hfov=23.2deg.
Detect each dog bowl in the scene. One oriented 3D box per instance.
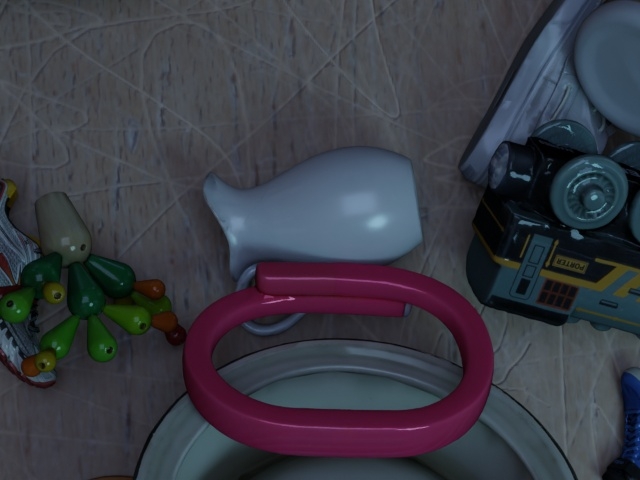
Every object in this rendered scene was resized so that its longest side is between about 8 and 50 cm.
[{"bbox_3d":[0.031,0.284,1.417,0.408,0.150,0.408,4,43,-3],"label":"dog bowl"}]

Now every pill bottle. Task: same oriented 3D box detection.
[{"bbox_3d":[0.388,-0.228,1.574,0.153,0.153,0.265,48,59,4],"label":"pill bottle"}]

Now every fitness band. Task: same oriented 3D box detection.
[{"bbox_3d":[0.016,0.112,1.460,0.291,0.054,0.209,1,45,-5],"label":"fitness band"}]

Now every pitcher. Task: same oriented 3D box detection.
[{"bbox_3d":[0.000,0.000,1.571,0.207,0.125,0.177,-9,102,5],"label":"pitcher"}]

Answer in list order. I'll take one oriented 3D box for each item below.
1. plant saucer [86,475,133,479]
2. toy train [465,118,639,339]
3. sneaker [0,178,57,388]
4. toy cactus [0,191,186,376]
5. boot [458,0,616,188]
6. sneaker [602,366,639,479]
[{"bbox_3d":[-0.203,0.332,1.537,0.200,0.037,0.200,0,81,-3],"label":"plant saucer"},{"bbox_3d":[0.304,0.005,1.547,0.334,0.142,0.190,15,111,-17],"label":"toy train"},{"bbox_3d":[-0.307,0.040,1.552,0.093,0.088,0.225,-20,85,-12],"label":"sneaker"},{"bbox_3d":[-0.237,0.042,1.521,0.219,0.112,0.180,-4,63,-42],"label":"toy cactus"},{"bbox_3d":[0.256,-0.151,1.624,0.123,0.095,0.258,30,89,-5],"label":"boot"},{"bbox_3d":[0.320,0.210,1.578,0.085,0.058,0.152,-22,89,-15],"label":"sneaker"}]
